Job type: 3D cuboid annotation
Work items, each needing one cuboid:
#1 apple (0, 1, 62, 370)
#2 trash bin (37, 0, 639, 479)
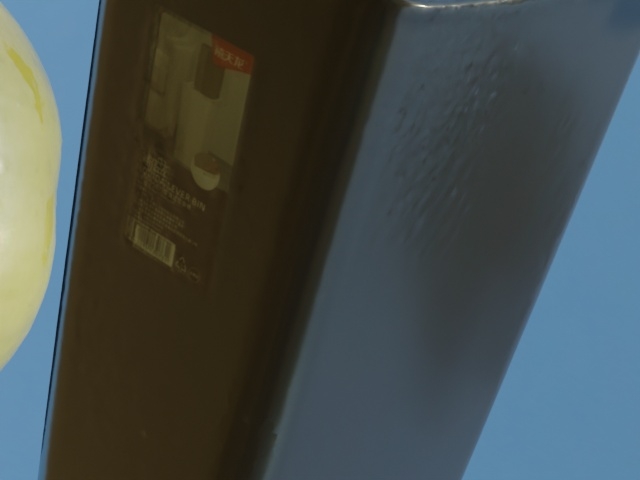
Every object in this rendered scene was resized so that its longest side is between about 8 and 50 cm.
[{"bbox_3d":[-0.283,-0.028,1.010,0.292,0.254,0.291,2,-87,50],"label":"apple"},{"bbox_3d":[0.002,-0.008,0.620,0.115,0.165,0.225,33,-59,29],"label":"trash bin"}]
